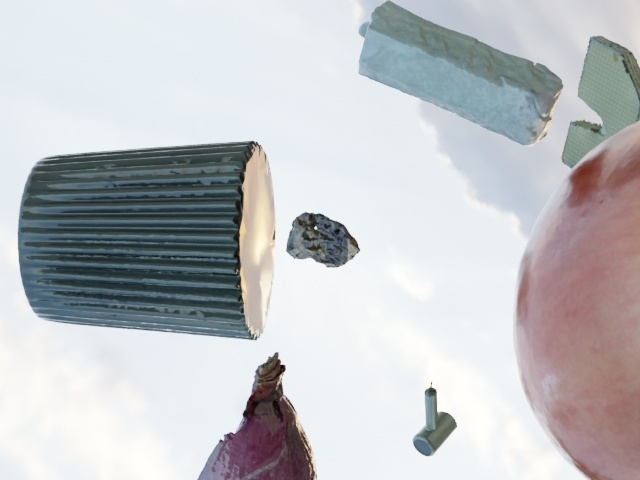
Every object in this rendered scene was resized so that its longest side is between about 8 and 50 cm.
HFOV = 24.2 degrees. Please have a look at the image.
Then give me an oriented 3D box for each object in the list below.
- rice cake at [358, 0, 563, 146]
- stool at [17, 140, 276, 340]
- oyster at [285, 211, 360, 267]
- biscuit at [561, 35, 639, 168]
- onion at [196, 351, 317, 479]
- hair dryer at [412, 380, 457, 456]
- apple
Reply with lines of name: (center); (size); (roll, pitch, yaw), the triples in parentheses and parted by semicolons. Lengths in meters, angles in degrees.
rice cake: (0.125, -0.158, 1.392); (0.206, 0.069, 0.063); (26, -131, 5)
stool: (-0.251, -0.001, 2.211); (0.297, 0.330, 0.297); (0, -90, -81)
oyster: (0.003, 0.001, 1.537); (0.083, 0.054, 0.019); (14, -167, 18)
biscuit: (0.488, -0.210, 2.531); (0.046, 0.250, 0.147); (-16, -144, -34)
onion: (-0.079, 0.368, 2.413); (0.159, 0.349, 0.267); (27, -156, 16)
hair dryer: (0.155, 0.234, 2.050); (0.063, 0.038, 0.124); (-42, -40, -36)
apple: (0.351, 0.059, 1.261); (0.364, 0.364, 0.364); (45, -157, -26)
